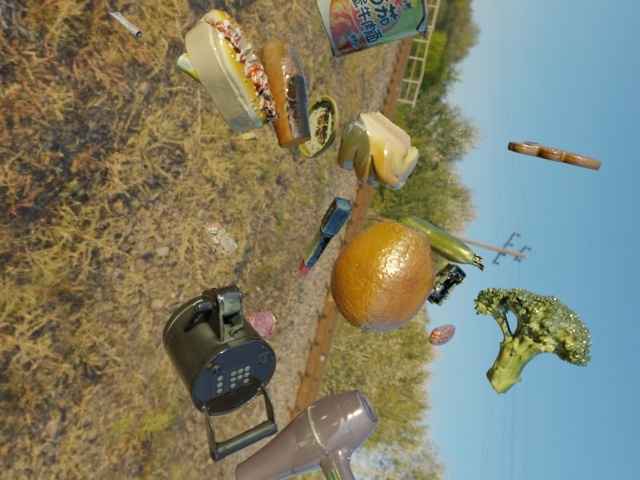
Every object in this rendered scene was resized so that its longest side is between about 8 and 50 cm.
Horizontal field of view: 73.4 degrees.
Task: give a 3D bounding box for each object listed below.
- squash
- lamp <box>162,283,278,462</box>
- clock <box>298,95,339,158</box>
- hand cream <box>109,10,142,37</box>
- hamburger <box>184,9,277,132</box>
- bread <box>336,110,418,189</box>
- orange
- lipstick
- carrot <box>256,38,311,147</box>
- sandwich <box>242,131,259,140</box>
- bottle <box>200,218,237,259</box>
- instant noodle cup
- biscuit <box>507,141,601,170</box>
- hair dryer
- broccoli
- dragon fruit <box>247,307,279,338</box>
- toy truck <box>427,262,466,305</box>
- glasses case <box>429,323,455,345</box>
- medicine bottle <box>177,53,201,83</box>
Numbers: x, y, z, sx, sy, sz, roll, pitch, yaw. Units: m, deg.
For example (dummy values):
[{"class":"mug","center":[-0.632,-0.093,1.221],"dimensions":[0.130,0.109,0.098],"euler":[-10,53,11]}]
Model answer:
[{"class":"squash","center":[0.407,0.007,1.454],"dimensions":[0.087,0.331,0.087],"euler":[-43,152,-31]},{"class":"lamp","center":[-0.247,0.270,1.027],"dimensions":[0.204,0.272,0.375],"euler":[-11,103,-34]},{"class":"clock","center":[0.001,-0.413,1.583],"dimensions":[0.057,0.237,0.237],"euler":[9,96,-38]},{"class":"hand cream","center":[-0.472,-0.526,1.048],"dimensions":[0.019,0.093,0.030],"euler":[-54,172,34]},{"class":"hamburger","center":[-0.216,-0.421,1.090],"dimensions":[0.295,0.151,0.227],"euler":[56,10,-45]},{"class":"bread","center":[0.196,-0.293,1.487],"dimensions":[0.211,0.270,0.315],"euler":[-52,175,33]},{"class":"orange","center":[0.201,0.110,1.365],"dimensions":[0.357,0.322,0.322],"euler":[-55,177,12]},{"class":"lipstick","center":[0.000,0.000,1.284],"dimensions":[0.051,0.051,0.312],"euler":[-100,-149,-42]},{"class":"carrot","center":[-0.098,-0.425,1.233],"dimensions":[0.138,0.138,0.302],"euler":[11,63,-82]},{"class":"sandwich","center":[-0.310,-0.474,1.952],"dimensions":[0.044,0.083,0.031],"euler":[-23,-101,56]},{"class":"bottle","center":[-0.382,-0.010,1.576],"dimensions":[0.152,0.098,0.099],"euler":[58,26,-18]},{"class":"instant noodle cup","center":[0.086,-0.520,0.889],"dimensions":[0.264,0.200,0.265],"euler":[-18,90,-80]},{"class":"biscuit","center":[0.634,-0.233,1.166],"dimensions":[0.180,0.236,0.039],"euler":[-51,157,-72]},{"class":"hair dryer","center":[0.001,0.470,0.747],"dimensions":[0.121,0.301,0.361],"euler":[49,10,-39]},{"class":"broccoli","center":[0.741,0.367,1.482],"dimensions":[0.353,0.274,0.398],"euler":[5,-86,62]},{"class":"dragon fruit","center":[-0.235,0.330,1.677],"dimensions":[0.126,0.112,0.068],"euler":[-62,-174,-28]},{"class":"toy truck","center":[0.511,0.182,1.807],"dimensions":[0.191,0.085,0.116],"euler":[-47,-167,0]},{"class":"glasses case","center":[0.489,0.380,1.708],"dimensions":[0.194,0.049,0.073],"euler":[4,108,-54]},{"class":"medicine bottle","center":[-0.414,-0.593,1.563],"dimensions":[0.074,0.218,0.074],"euler":[-55,180,0]}]
